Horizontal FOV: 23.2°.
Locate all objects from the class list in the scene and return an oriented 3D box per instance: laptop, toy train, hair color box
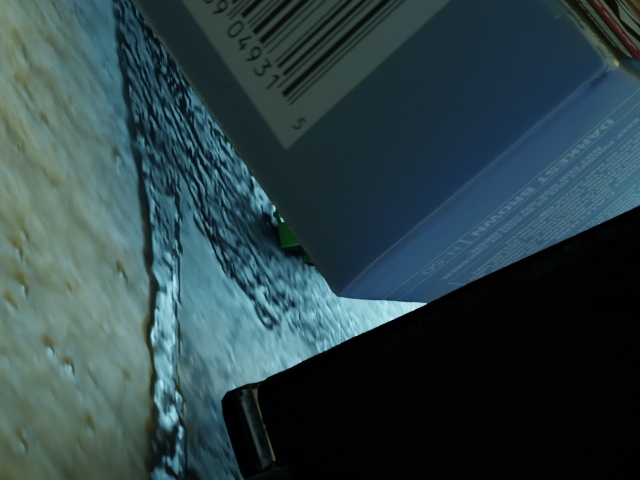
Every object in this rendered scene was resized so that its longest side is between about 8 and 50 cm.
[{"bbox_3d":[0.147,0.188,0.470,0.408,0.236,0.381,3,67,-68],"label":"laptop"},{"bbox_3d":[0.000,0.000,0.661,0.083,0.017,0.023,29,52,-70],"label":"toy train"},{"bbox_3d":[0.075,-0.074,0.634,0.185,0.113,0.374,55,19,18],"label":"hair color box"}]
